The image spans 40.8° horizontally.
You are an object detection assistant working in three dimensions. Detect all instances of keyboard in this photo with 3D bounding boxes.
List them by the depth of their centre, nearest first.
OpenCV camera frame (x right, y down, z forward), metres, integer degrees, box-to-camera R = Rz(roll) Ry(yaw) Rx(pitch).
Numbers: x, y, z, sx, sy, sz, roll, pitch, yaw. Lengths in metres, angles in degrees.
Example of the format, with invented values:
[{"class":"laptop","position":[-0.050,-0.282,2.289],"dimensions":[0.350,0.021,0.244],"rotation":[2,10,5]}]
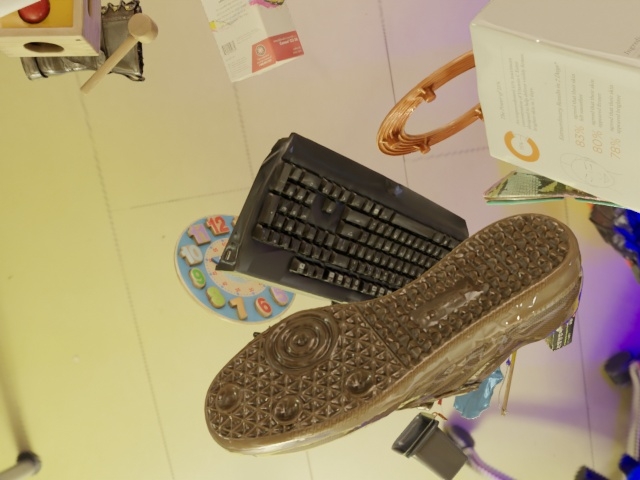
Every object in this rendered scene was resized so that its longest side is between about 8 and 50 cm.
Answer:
[{"class":"keyboard","position":[0.027,0.040,0.763],"dimensions":[0.033,0.317,0.202],"rotation":[27,95,39]}]

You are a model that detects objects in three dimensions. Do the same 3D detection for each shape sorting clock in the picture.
[{"class":"shape sorting clock","position":[-0.129,0.041,1.346],"dimensions":[0.206,0.206,0.040],"rotation":[28,133,-4]}]

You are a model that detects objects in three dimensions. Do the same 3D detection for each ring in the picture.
[{"class":"ring","position":[0.254,-0.253,1.594],"dimensions":[0.336,0.336,0.032],"rotation":[-32,74,10]}]

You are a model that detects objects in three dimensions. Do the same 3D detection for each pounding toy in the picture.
[{"class":"pounding toy","position":[-0.321,-0.288,1.117],"dimensions":[0.206,0.094,0.181],"rotation":[0,84,2]}]

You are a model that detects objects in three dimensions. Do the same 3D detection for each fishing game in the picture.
[{"class":"fishing game","position":[0.301,0.243,1.617],"dimensions":[0.041,0.264,0.189],"rotation":[16,75,-16]}]

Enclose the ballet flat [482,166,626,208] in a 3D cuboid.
[{"class":"ballet flat","position":[0.325,-0.082,1.122],"dimensions":[0.221,0.077,0.079],"rotation":[3,101,17]}]

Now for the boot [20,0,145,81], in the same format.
[{"class":"boot","position":[-0.429,-0.404,1.533],"dimensions":[0.228,0.091,0.263],"rotation":[-5,114,7]}]

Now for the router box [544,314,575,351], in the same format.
[{"class":"router box","position":[0.340,0.095,1.317],"dimensions":[0.038,0.122,0.092],"rotation":[-22,142,-8]}]

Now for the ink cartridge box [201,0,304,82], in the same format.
[{"class":"ink cartridge box","position":[-0.114,-0.353,1.298],"dimensions":[0.115,0.067,0.198],"rotation":[-11,102,46]}]

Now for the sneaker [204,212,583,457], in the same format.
[{"class":"sneaker","position":[0.041,0.059,0.404],"dimensions":[0.188,0.066,0.071],"rotation":[-26,135,-1]}]

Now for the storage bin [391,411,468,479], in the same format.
[{"class":"storage bin","position":[0.189,0.345,1.439],"dimensions":[0.091,0.135,0.098],"rotation":[42,80,1]}]

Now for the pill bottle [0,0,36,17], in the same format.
[{"class":"pill bottle","position":[-0.269,-0.267,0.608],"dimensions":[0.124,0.124,0.222],"rotation":[-20,112,8]}]

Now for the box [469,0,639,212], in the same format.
[{"class":"box","position":[0.363,-0.164,0.956],"dimensions":[0.168,0.345,0.215],"rotation":[-47,142,-21]}]
